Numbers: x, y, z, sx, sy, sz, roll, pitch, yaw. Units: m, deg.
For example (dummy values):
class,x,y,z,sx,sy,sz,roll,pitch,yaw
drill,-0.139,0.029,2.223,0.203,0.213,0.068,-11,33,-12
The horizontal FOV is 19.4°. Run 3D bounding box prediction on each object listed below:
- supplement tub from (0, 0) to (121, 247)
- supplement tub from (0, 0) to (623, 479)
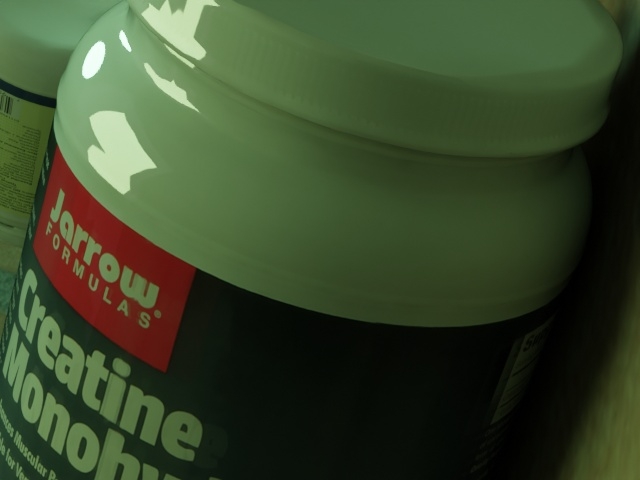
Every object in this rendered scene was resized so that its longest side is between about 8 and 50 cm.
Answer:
class,x,y,z,sx,sy,sz,roll,pitch,yaw
supplement tub,-0.212,-0.149,1.549,0.325,0.235,0.235,116,167,-61
supplement tub,-0.015,0.024,0.680,0.191,0.191,0.272,-89,15,-62
